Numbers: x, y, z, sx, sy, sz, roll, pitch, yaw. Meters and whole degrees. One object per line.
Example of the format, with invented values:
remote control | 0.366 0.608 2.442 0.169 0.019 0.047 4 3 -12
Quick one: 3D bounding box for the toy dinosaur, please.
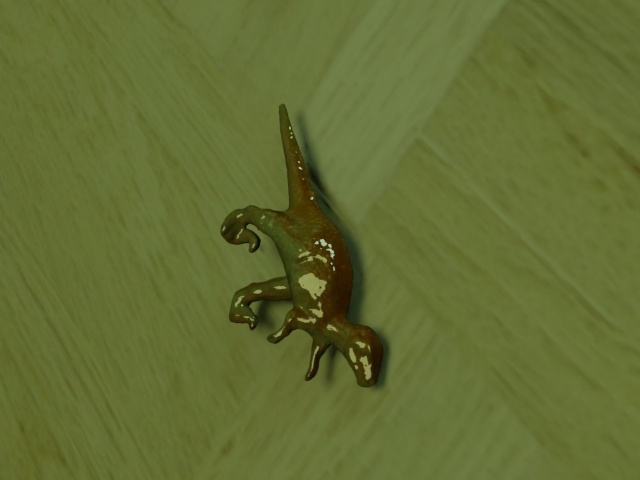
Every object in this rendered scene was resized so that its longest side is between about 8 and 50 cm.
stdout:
toy dinosaur | 0.000 0.000 0.809 0.126 0.039 0.162 10 81 38
